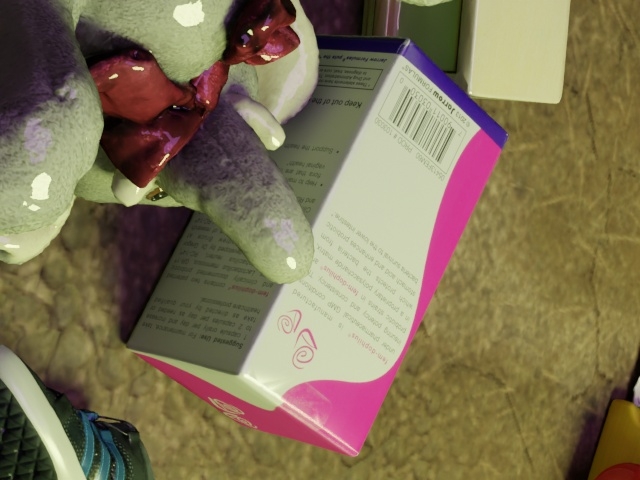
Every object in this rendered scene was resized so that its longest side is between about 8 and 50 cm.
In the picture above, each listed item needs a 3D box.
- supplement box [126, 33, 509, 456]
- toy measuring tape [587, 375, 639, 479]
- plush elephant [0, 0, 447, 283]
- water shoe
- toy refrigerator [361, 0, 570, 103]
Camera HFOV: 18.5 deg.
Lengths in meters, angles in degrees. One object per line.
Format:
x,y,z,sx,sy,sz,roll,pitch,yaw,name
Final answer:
0.000,0.000,1.156,0.111,0.114,0.220,40,69,-39,supplement box
0.265,0.145,1.411,0.121,0.121,0.330,27,78,-41,toy measuring tape
-0.083,-0.088,0.985,0.272,0.330,0.255,-35,138,-13,plush elephant
-0.143,0.122,1.088,0.203,0.073,0.080,65,34,-31,water shoe
0.094,-0.224,1.215,0.094,0.102,0.270,0,96,-42,toy refrigerator
